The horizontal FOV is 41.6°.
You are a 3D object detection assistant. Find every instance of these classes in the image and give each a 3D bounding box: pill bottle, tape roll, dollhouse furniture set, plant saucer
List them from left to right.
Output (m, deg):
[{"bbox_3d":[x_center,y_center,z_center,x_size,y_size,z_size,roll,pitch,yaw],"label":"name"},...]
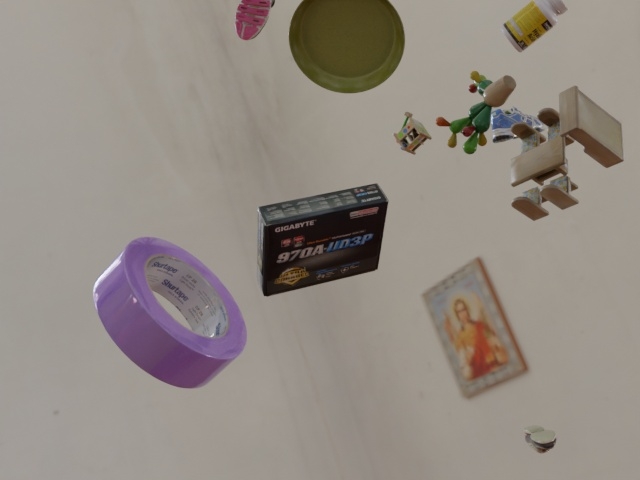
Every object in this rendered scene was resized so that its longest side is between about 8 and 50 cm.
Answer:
[{"bbox_3d":[-0.260,0.124,1.484,0.090,0.275,0.275,-42,-23,19],"label":"tape roll"},{"bbox_3d":[0.055,-0.421,1.743,0.241,0.037,0.241,4,-54,5],"label":"plant saucer"},{"bbox_3d":[0.402,-0.413,1.578,0.116,0.065,0.065,-38,-22,22],"label":"pill bottle"},{"bbox_3d":[0.490,-0.198,1.787,0.161,0.212,0.242,27,-35,-31],"label":"dollhouse furniture set"}]

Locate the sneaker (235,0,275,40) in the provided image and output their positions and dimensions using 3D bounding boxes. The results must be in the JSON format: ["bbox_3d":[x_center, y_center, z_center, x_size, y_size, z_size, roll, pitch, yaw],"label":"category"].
[{"bbox_3d":[-0.120,-0.459,1.633,0.063,0.170,0.075,13,-11,3],"label":"sneaker"}]

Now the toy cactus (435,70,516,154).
[{"bbox_3d":[0.336,-0.289,1.767,0.180,0.112,0.219,-45,15,53],"label":"toy cactus"}]

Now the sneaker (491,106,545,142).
[{"bbox_3d":[0.505,-0.302,2.145,0.080,0.081,0.211,-14,1,42],"label":"sneaker"}]

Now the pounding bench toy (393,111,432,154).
[{"bbox_3d":[0.204,-0.250,1.953,0.065,0.083,0.052,-43,-32,24],"label":"pounding bench toy"}]

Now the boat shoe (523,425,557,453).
[{"bbox_3d":[0.428,0.391,1.636,0.049,0.043,0.137,-10,-4,-3],"label":"boat shoe"}]

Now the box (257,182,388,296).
[{"bbox_3d":[0.000,0.000,1.452,0.220,0.051,0.175,-12,-43,-17],"label":"box"}]
